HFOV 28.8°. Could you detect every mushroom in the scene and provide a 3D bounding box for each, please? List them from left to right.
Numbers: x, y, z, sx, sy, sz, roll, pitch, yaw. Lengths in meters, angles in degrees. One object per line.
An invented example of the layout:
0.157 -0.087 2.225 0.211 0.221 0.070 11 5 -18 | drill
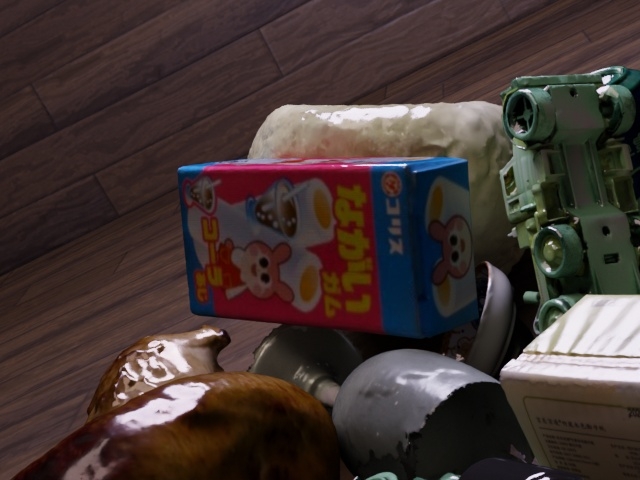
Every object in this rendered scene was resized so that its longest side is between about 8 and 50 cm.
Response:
-0.159 0.216 1.016 0.345 0.260 0.345 -29 -23 -14 | mushroom

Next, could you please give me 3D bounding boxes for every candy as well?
0.001 0.000 1.204 0.305 0.157 0.100 2 10 43 | candy

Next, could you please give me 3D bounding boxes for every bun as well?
0.090 -0.035 1.394 0.348 0.227 0.352 4 -4 -31 | bun

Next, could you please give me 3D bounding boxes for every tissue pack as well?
0.257 0.126 0.816 0.125 0.159 0.234 -38 18 -29 | tissue pack

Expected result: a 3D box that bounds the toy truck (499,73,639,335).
0.219 -0.018 1.135 0.128 0.260 0.135 -6 -5 -29 | toy truck

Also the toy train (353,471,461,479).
0.027 0.261 0.882 0.269 0.115 0.154 -34 11 -20 | toy train

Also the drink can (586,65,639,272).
0.303 -0.065 1.249 0.118 0.205 0.118 -25 16 8 | drink can

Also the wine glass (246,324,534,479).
0.054 0.152 1.122 0.143 0.143 0.321 -35 17 -20 | wine glass

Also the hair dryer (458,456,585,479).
0.049 0.205 0.760 0.248 0.071 0.114 -21 0 -16 | hair dryer

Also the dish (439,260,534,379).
0.173 0.098 1.220 0.141 0.078 0.141 -161 90 -85 | dish
